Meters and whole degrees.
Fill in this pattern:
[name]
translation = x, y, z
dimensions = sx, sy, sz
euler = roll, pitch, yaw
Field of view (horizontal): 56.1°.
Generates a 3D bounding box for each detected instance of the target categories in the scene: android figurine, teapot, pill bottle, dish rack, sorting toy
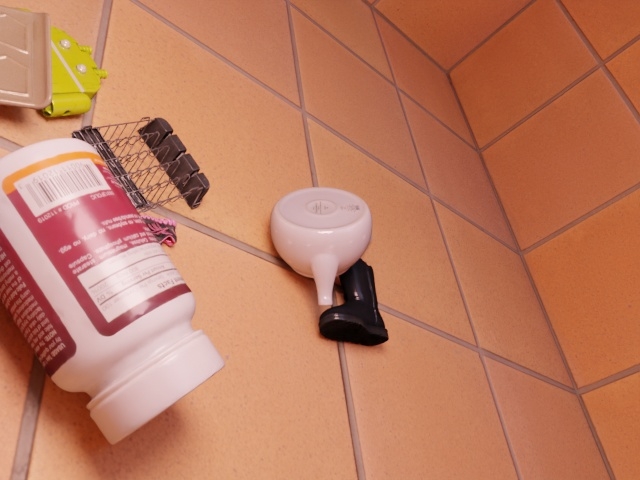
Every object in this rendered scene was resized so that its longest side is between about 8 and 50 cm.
[android figurine]
translation = -0.536, -0.340, 1.152
dimensions = 0.248, 0.056, 0.273
euler = 57, 33, 7
[teapot]
translation = 0.000, 0.000, 1.401
dimensions = 0.253, 0.187, 0.256
euler = 25, 40, 33
[pill bottle]
translation = -0.321, 0.072, 0.862
dimensions = 0.392, 0.224, 0.224
euler = 56, 31, 4
[dish rack]
translation = -0.355, -0.143, 1.181
dimensions = 0.208, 0.074, 0.271
euler = 54, 33, 4
[sorting toy]
translation = -0.590, -0.362, 1.031
dimensions = 0.229, 0.041, 0.307
euler = 1, 65, -28

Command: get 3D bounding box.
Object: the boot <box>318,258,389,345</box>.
[boot]
translation = 0.064, 0.133, 1.427
dimensions = 0.247, 0.094, 0.207
euler = 24, 45, -49

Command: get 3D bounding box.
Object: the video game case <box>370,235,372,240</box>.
[video game case]
translation = 0.085, -0.030, 1.653
dimensions = 0.143, 0.019, 0.157
euler = 59, 34, -16

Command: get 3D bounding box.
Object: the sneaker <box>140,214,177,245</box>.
[sneaker]
translation = -0.318, -0.013, 1.129
dimensions = 0.119, 0.047, 0.057
euler = 4, 67, -50
